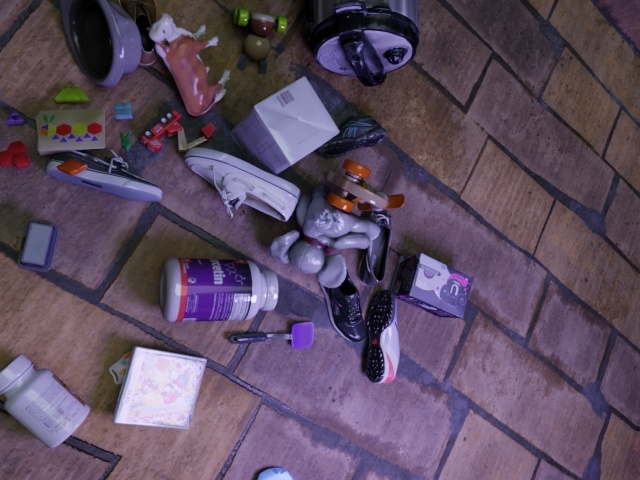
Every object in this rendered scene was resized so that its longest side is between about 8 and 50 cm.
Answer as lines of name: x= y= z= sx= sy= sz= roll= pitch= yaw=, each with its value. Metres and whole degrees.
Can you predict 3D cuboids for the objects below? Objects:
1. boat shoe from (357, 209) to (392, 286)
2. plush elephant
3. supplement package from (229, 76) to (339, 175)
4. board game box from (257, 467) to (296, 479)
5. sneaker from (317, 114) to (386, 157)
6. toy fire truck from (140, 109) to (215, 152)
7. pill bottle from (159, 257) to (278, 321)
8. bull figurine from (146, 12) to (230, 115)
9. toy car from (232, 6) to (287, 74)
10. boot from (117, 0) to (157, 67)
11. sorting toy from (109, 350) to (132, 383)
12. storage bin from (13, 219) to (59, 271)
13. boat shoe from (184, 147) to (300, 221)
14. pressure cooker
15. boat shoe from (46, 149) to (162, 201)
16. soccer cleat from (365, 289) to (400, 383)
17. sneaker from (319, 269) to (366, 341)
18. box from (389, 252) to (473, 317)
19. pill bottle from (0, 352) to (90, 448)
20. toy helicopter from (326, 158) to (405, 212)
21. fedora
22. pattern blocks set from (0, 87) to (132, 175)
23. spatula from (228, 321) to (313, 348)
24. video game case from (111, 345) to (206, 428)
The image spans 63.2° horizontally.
boat shoe: x=0.205 y=-0.005 z=1.819 sx=0.112 sy=0.095 sz=0.336 roll=12 pitch=80 yaw=-24
plush elephant: x=0.000 y=0.000 z=1.641 sx=0.271 sy=0.330 sz=0.255 roll=36 pitch=106 yaw=7
supplement package: x=-0.119 y=-0.334 z=1.605 sx=0.199 sy=0.262 sz=0.198 roll=-37 pitch=100 yaw=-24
board game box: x=-0.151 y=0.790 z=1.608 sx=0.133 sy=0.033 sz=0.169 roll=24 pitch=70 yaw=-16
sneaker: x=0.098 y=-0.367 z=1.821 sx=0.267 sy=0.101 sz=0.106 roll=-19 pitch=71 yaw=-25
toy fire truck: x=-0.427 y=-0.315 z=1.567 sx=0.135 sy=0.047 sz=0.192 roll=44 pitch=68 yaw=-6
pill bottle: x=-0.295 y=0.144 z=1.520 sx=0.322 sy=0.181 sz=0.182 roll=2 pitch=84 yaw=-26
bull figurine: x=-0.383 y=-0.529 z=1.538 sx=0.188 sy=0.101 sz=0.311 roll=-36 pitch=135 yaw=-25
toy car: x=-0.209 y=-0.643 z=1.693 sx=0.154 sy=0.149 sz=0.189 roll=2 pitch=113 yaw=-22
boot: x=-0.528 y=-0.678 z=1.530 sx=0.112 sy=0.115 sz=0.306 roll=-10 pitch=88 yaw=-24
sorting toy: x=-0.550 y=0.367 z=1.461 sx=0.075 sy=0.045 sz=0.083 roll=-25 pitch=96 yaw=-6
storage bin: x=-0.751 y=0.009 z=1.368 sx=0.098 sy=0.091 sz=0.135 roll=13 pitch=79 yaw=-24
boat shoe: x=-0.253 y=-0.146 z=1.575 sx=0.366 sy=0.136 sz=0.157 roll=23 pitch=71 yaw=-11
pressure cooker: x=0.142 y=-0.731 z=1.709 sx=0.369 sy=0.375 sz=0.421 roll=2 pitch=83 yaw=-28
boat shoe: x=-0.590 y=-0.192 z=1.455 sx=0.306 sy=0.113 sz=0.105 roll=14 pitch=73 yaw=-8
soccer cleat: x=0.227 y=0.333 z=1.806 sx=0.116 sy=0.108 sz=0.319 roll=18 pitch=73 yaw=-46
sneaker: x=0.086 y=0.214 z=1.725 sx=0.107 sy=0.124 sz=0.283 roll=-28 pitch=97 yaw=-25
box: x=0.400 y=0.164 z=1.870 sx=0.247 sy=0.142 sz=0.164 roll=25 pitch=75 yaw=-22
pill bottle: x=-0.717 y=0.403 z=1.321 sx=0.131 sy=0.131 sz=0.229 roll=-46 pitch=104 yaw=-22
toy helicopter: x=0.116 y=-0.166 z=1.658 sx=0.234 sy=0.355 sz=0.140 roll=22 pitch=99 yaw=-21
fedora: x=-0.591 y=-0.571 z=1.444 sx=0.124 sy=0.243 sz=0.276 roll=-29 pitch=96 yaw=-48
pattern blocks set: x=-0.680 y=-0.298 z=1.413 sx=0.324 sy=0.026 sz=0.286 roll=2 pitch=63 yaw=-9
spatula: x=-0.150 y=0.308 z=1.656 sx=0.296 sy=0.030 sz=0.084 roll=1 pitch=86 yaw=-26
video game case: x=-0.450 y=0.420 z=1.475 sx=0.226 sy=0.026 sz=0.207 roll=22 pitch=75 yaw=-38
